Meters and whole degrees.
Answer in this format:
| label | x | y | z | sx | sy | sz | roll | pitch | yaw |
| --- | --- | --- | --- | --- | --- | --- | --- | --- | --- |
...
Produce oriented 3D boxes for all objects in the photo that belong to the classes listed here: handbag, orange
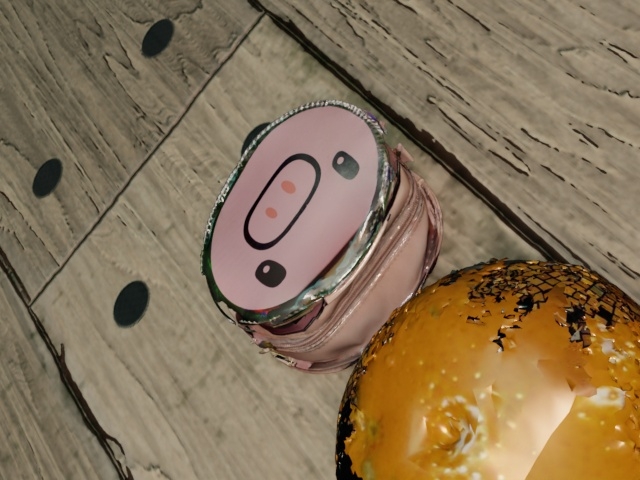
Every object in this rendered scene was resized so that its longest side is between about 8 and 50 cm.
| label | x | y | z | sx | sy | sz | roll | pitch | yaw |
| --- | --- | --- | --- | --- | --- | --- | --- | --- | --- |
| handbag | -0.001 | -0.001 | 0.941 | 0.205 | 0.116 | 0.179 | -54 | 46 | 2 |
| orange | 0.119 | 0.125 | 0.737 | 0.234 | 0.182 | 0.234 | -9 | 70 | 26 |
